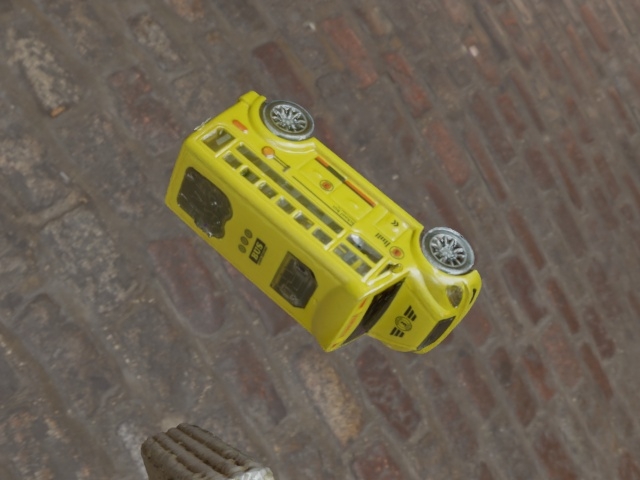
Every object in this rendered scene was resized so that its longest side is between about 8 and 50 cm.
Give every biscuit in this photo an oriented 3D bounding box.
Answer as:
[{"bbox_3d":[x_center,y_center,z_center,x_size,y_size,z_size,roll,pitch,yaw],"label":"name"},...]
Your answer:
[{"bbox_3d":[-0.112,0.276,0.865,0.079,0.426,0.143,-17,88,-18],"label":"biscuit"}]

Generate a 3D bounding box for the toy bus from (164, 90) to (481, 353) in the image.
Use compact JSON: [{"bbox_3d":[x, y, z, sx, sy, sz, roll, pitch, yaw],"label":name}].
[{"bbox_3d":[0.000,0.000,0.901,0.330,0.144,0.152,40,47,11],"label":"toy bus"}]
